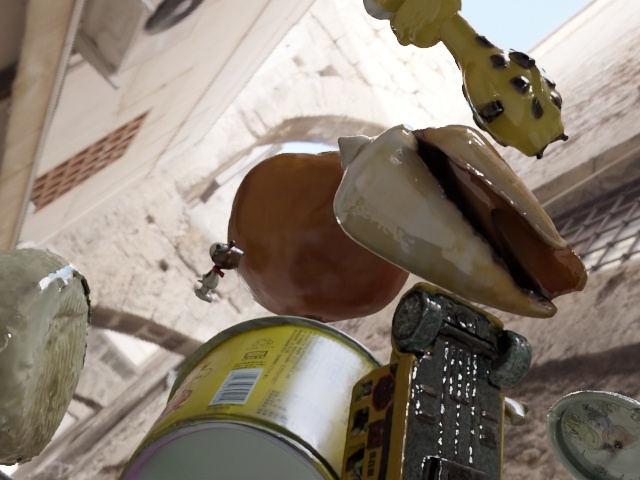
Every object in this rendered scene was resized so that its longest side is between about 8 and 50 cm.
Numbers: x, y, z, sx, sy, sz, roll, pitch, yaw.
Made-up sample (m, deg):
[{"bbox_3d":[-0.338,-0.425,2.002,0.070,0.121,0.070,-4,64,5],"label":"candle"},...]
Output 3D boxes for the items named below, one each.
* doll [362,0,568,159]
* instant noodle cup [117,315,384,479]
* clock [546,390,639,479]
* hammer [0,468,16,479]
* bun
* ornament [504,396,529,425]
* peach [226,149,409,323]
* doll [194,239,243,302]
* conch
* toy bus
[{"bbox_3d":[0.131,-0.197,0.716,0.291,0.117,0.086,50,-53,9],"label":"doll"},{"bbox_3d":[-0.062,0.265,0.793,0.325,0.325,0.254,47,11,1],"label":"instant noodle cup"},{"bbox_3d":[0.495,0.337,1.213,0.236,0.053,0.236,26,-45,29],"label":"clock"},{"bbox_3d":[-0.328,0.315,0.867,0.029,0.058,0.292,-32,-70,30],"label":"hammer"},{"bbox_3d":[-0.502,0.170,1.135,0.211,0.359,0.359,9,-38,-3],"label":"bun"},{"bbox_3d":[0.202,0.264,1.186,0.230,0.245,0.061,13,-81,45],"label":"ornament"},{"bbox_3d":[0.000,0.000,1.319,0.343,0.343,0.301,-11,-102,54],"label":"peach"},{"bbox_3d":[-0.135,0.038,0.943,0.040,0.085,0.058,25,-8,-29],"label":"doll"},{"bbox_3d":[0.124,-0.027,0.700,0.255,0.127,0.158,38,-69,-7],"label":"conch"},{"bbox_3d":[0.081,0.206,0.578,0.121,0.335,0.123,25,-34,-24],"label":"toy bus"}]
